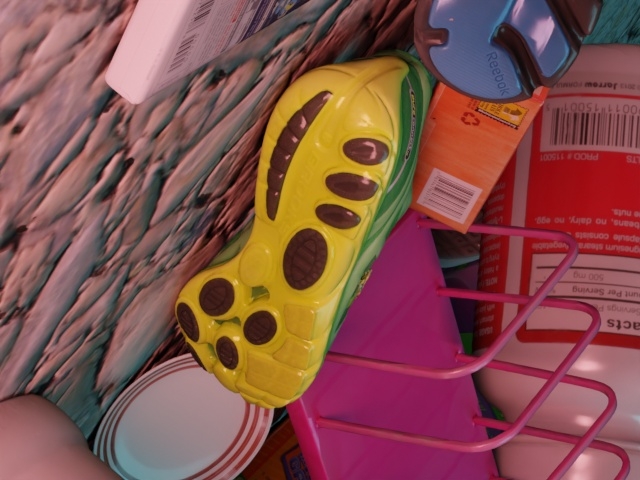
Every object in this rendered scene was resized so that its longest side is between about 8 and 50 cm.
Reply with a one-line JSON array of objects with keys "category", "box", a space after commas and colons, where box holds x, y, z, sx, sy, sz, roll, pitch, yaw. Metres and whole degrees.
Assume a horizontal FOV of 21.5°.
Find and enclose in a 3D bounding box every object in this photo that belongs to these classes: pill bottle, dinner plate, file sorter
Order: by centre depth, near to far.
[{"category": "dinner plate", "box": [-0.099, 0.134, 1.207, 0.141, 0.017, 0.141, -17, 128, -23]}, {"category": "file sorter", "box": [0.121, 0.152, 1.313, 0.202, 0.182, 0.291, -44, 128, -40]}, {"category": "pill bottle", "box": [0.260, 0.041, 1.568, 0.229, 0.229, 0.408, 78, 18, -78]}]

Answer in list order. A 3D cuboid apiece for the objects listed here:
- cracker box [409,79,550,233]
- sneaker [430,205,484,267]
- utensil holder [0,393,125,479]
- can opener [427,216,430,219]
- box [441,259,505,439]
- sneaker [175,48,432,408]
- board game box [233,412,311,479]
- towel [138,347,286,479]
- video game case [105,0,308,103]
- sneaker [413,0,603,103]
[{"category": "cracker box", "box": [0.129, -0.140, 1.117, 0.156, 0.067, 0.232, 114, 1, -57]}, {"category": "sneaker", "box": [0.178, -0.041, 1.797, 0.297, 0.111, 0.129, -38, 173, -47]}, {"category": "utensil holder", "box": [-0.119, 0.330, 0.921, 0.327, 0.385, 0.327, -49, 170, -12]}, {"category": "can opener", "box": [0.067, 0.001, 1.561, 0.186, 0.073, 0.059, -56, 166, -31]}, {"category": "box", "box": [0.200, 0.106, 1.830, 0.243, 0.214, 0.117, -18, -166, 38]}, {"category": "sneaker", "box": [0.000, 0.000, 1.071, 0.123, 0.109, 0.295, -36, 162, -45]}, {"category": "board game box", "box": [0.001, 0.375, 1.588, 0.356, 0.356, 0.356, -45, 176, 36]}, {"category": "towel", "box": [-0.033, 0.055, 1.356, 0.312, 0.056, 0.324, -56, 168, 13]}, {"category": "video game case", "box": [0.000, -0.165, 0.707, 0.183, 0.023, 0.201, -40, 164, -50]}, {"category": "sneaker", "box": [0.142, -0.245, 0.899, 0.341, 0.125, 0.140, -58, -165, 24]}]
